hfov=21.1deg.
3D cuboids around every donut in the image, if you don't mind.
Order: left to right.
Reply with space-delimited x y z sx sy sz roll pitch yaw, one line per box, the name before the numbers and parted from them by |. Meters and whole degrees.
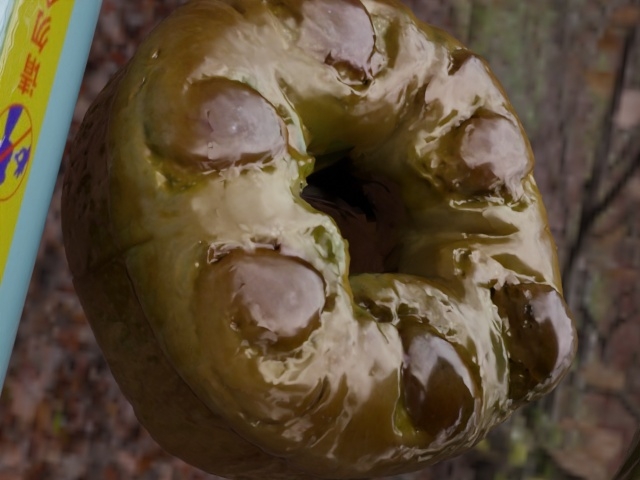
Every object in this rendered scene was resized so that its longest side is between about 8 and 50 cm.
donut | 0.000 -0.002 0.714 0.114 0.226 0.227 -27 -139 49

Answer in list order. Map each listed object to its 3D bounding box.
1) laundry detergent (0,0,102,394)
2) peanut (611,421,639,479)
laundry detergent | -0.238 0.002 0.581 0.287 0.287 0.305 44 59 -77
peanut | 0.164 0.134 0.627 0.387 0.169 0.192 -51 170 -11
